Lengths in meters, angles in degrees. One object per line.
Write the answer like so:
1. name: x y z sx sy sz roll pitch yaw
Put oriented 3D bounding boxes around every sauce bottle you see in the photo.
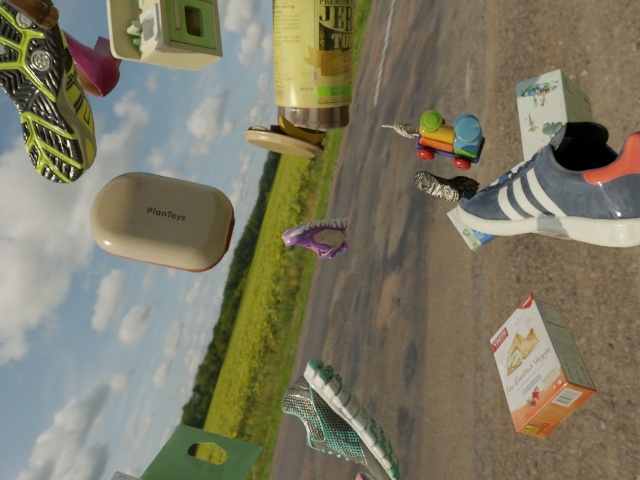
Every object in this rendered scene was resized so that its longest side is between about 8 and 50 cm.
1. sauce bottle: -0.010 -0.319 0.725 0.111 0.111 0.344 -87 -3 -67

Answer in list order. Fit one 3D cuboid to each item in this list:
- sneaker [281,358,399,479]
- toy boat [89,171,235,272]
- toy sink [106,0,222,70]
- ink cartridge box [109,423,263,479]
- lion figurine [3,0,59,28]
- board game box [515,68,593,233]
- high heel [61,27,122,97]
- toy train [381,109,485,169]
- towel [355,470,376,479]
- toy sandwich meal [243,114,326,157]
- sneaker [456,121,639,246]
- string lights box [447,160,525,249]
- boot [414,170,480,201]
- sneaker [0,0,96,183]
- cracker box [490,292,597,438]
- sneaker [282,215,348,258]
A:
1. sneaker: 0.021 0.217 0.629 0.076 0.166 0.065 -41 -6 9
2. toy boat: -0.264 -0.021 0.938 0.151 0.231 0.151 115 166 -68
3. toy sink: -0.367 -0.514 1.327 0.131 0.234 0.152 -6 88 46
4. ink cartridge box: -0.209 0.348 0.751 0.235 0.171 0.056 -57 -41 -42
5. lion figurine: -0.492 -0.356 0.678 0.240 0.392 0.142 40 -141 -64
6. board game box: 0.498 -0.162 1.131 0.097 0.224 0.303 -12 78 39
7. high heel: -0.714 -0.486 1.440 0.127 0.377 0.181 108 169 -55
8. toy train: 0.246 -0.251 1.256 0.143 0.248 0.105 36 -108 -73
9. towel: 0.045 0.275 0.362 0.029 0.144 0.197 7 -73 -50
10. toy sandwich meal: -0.032 -0.102 0.536 0.085 0.086 0.029 -162 84 -84
11. sneaker: 0.317 -0.084 0.761 0.350 0.131 0.148 9 109 63
12. string lights box: 0.516 -0.096 1.605 0.260 0.133 0.077 -37 -19 17
13. boot: 0.275 -0.122 1.192 0.099 0.121 0.045 -23 -47 -46
14. sneaker: -0.565 -0.319 1.153 0.147 0.145 0.384 -86 -4 -65
15. cracker box: 0.419 0.236 1.071 0.232 0.067 0.155 -86 18 -54
16. sneaker: 0.000 0.000 1.444 0.095 0.236 0.104 -13 88 39
